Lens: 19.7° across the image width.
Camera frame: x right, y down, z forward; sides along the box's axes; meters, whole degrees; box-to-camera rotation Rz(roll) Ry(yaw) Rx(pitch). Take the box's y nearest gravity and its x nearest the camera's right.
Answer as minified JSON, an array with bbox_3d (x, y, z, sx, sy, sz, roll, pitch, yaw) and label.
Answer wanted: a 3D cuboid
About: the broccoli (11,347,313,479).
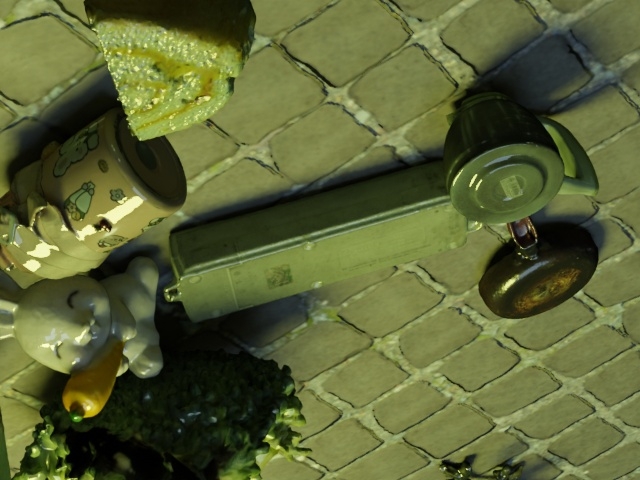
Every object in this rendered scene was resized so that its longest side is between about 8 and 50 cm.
[{"bbox_3d":[-0.132,0.220,1.573,0.263,0.247,0.243,-14,109,0],"label":"broccoli"}]

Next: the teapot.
[{"bbox_3d":[0.148,-0.067,1.465,0.092,0.090,0.124,-35,136,23],"label":"teapot"}]

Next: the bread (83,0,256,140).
[{"bbox_3d":[-0.099,-0.144,1.236,0.110,0.103,0.156,-14,152,2],"label":"bread"}]

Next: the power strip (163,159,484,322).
[{"bbox_3d":[0.000,0.000,1.521,0.272,0.052,0.078,-17,145,-4],"label":"power strip"}]

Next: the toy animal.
[{"bbox_3d":[-0.215,0.075,1.462,0.127,0.131,0.182,0,178,40],"label":"toy animal"}]

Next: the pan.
[{"bbox_3d":[0.187,0.007,1.626,0.115,0.040,0.212,-26,145,1],"label":"pan"}]

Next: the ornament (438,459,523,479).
[{"bbox_3d":[0.143,0.322,2.002,0.202,0.080,0.236,-15,147,-11],"label":"ornament"}]

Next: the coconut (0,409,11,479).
[{"bbox_3d":[-0.348,0.194,1.455,0.236,0.236,0.204,-1,120,-24],"label":"coconut"}]

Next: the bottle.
[{"bbox_3d":[-0.183,-0.025,1.371,0.152,0.099,0.099,-30,143,22],"label":"bottle"}]
